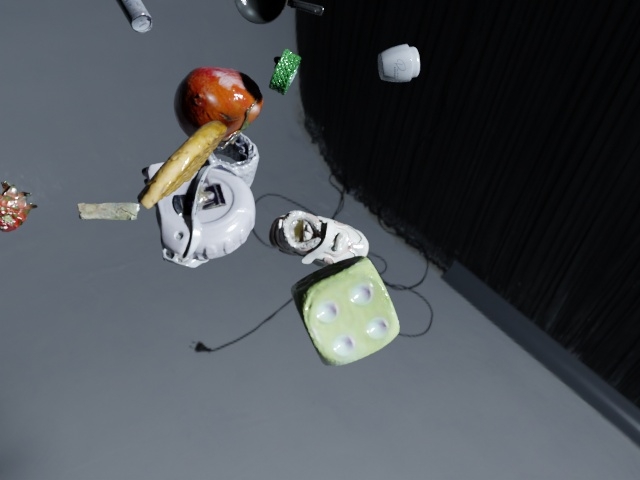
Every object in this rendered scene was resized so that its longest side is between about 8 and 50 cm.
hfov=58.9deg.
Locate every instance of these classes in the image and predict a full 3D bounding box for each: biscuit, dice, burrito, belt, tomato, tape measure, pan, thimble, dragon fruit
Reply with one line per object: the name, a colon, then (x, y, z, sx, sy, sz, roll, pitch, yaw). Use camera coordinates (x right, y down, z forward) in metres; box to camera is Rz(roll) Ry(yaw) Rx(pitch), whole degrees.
biscuit: (-0.192, -0.118, 0.818, 0.033, 0.144, 0.224, 41, 13, -11)
dice: (0.067, 0.201, 1.654, 0.252, 0.250, 0.254, -23, 6, -5)
burrito: (-0.605, -0.083, 1.621, 0.171, 0.051, 0.042, -1, 4, -12)
belt: (-0.119, -0.535, 1.782, 0.079, 0.121, 0.151, 25, 50, -5)
tomato: (-0.355, -0.462, 1.846, 0.308, 0.170, 0.309, 0, 85, 6)
tape measure: (-0.226, -0.058, 1.101, 0.197, 0.120, 0.236, -14, 57, -14)
pan: (-0.049, -0.291, 0.684, 0.115, 0.068, 0.023, 20, 22, 8)
thimble: (-0.356, -0.309, 2.152, 0.245, 0.157, 0.217, 43, 55, 11)
dragon fruit: (-0.968, -0.097, 1.749, 0.121, 0.130, 0.142, 10, 55, 14)

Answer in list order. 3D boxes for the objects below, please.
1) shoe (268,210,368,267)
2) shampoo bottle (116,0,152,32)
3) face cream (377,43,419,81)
shoe: (0.000, 0.003, 1.926, 0.350, 0.198, 0.172, 9, 83, -7)
shampoo bottle: (-0.568, -0.710, 1.665, 0.072, 0.072, 0.214, -22, 70, -30)
face cream: (0.197, -0.444, 1.428, 0.095, 0.091, 0.091, -8, 44, -2)
